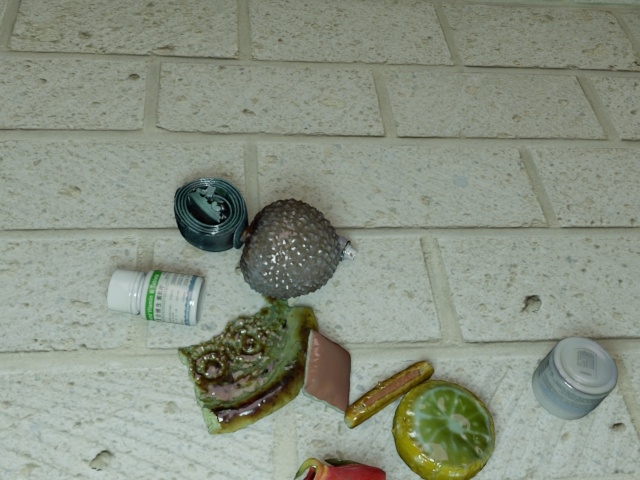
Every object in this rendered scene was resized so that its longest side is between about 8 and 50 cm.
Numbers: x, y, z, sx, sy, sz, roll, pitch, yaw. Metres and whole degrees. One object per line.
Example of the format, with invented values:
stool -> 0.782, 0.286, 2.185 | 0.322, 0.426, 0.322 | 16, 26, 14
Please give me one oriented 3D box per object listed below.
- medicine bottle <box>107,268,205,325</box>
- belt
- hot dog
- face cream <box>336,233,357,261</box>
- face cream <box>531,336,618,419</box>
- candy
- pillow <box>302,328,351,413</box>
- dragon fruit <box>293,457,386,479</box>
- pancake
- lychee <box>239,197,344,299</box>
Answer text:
medicine bottle -> -0.435, 0.146, 1.756 | 0.237, 0.139, 0.139 | 10, 52, -2
belt -> -0.318, -0.068, 1.954 | 0.207, 0.116, 0.267 | -25, 57, -21
hot dog -> 0.176, 0.392, 1.692 | 0.286, 0.087, 0.061 | -23, 60, -30
face cream -> 0.000, 0.000, 1.970 | 0.229, 0.075, 0.075 | 22, 53, 9
face cream -> 0.668, 0.362, 1.732 | 0.177, 0.153, 0.177 | 5, 51, -6
candy -> 0.304, 0.471, 1.627 | 0.260, 0.118, 0.259 | 7, 48, -7
pillow -> 0.013, 0.339, 1.684 | 0.171, 0.075, 0.179 | 37, 44, -36
dragon fruit -> 0.019, 0.603, 1.390 | 0.189, 0.290, 0.290 | 13, 52, 8
pancake -> -0.165, 0.302, 1.719 | 0.427, 0.066, 0.305 | -32, 61, -26
lychee -> -0.089, 0.033, 1.811 | 0.300, 0.300, 0.300 | 4, 52, -5
